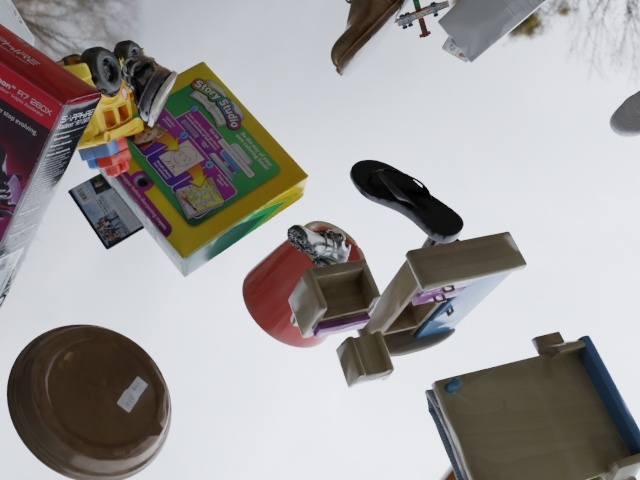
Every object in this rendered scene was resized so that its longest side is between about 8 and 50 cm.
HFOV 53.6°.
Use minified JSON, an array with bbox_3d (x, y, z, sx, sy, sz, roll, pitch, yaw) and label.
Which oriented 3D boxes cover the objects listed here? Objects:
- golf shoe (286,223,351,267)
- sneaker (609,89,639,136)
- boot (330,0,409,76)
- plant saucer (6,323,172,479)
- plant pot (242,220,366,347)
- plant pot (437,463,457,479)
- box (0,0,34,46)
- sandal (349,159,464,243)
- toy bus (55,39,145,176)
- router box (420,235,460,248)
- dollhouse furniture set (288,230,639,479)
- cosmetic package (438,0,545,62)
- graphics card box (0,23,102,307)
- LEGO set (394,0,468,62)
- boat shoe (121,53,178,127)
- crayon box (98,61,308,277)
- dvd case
[{"bbox_3d":[0.000,0.000,1.397,0.077,0.198,0.094,25,-102,39],"label":"golf shoe"},{"bbox_3d":[0.760,-0.286,1.434,0.269,0.153,0.101,-26,-104,-5],"label":"sneaker"},{"bbox_3d":[0.065,-0.358,0.954,0.112,0.115,0.305,-41,-164,51],"label":"boot"},{"bbox_3d":[-0.356,0.248,1.021,0.041,0.278,0.278,-42,-151,29],"label":"plant saucer"},{"bbox_3d":[-0.026,0.098,1.620,0.243,0.275,0.275,-51,-156,34],"label":"plant pot"},{"bbox_3d":[0.279,0.483,1.032,0.291,0.291,0.203,0,-138,42],"label":"plant pot"},{"bbox_3d":[-0.679,-0.406,1.273,0.119,0.181,0.182,-8,-120,-1],"label":"box"},{"bbox_3d":[0.171,-0.093,1.229,0.254,0.054,0.097,34,-125,21],"label":"sandal"},{"bbox_3d":[-0.375,-0.223,1.092,0.149,0.211,0.220,-9,-158,19],"label":"toy bus"},{"bbox_3d":[0.262,0.078,1.387,0.179,0.133,0.046,-58,-170,-1],"label":"router box"},{"bbox_3d":[0.136,0.183,0.696,0.286,0.198,0.303,-10,-119,-22],"label":"dollhouse furniture set"},{"bbox_3d":[0.377,-0.502,1.345,0.107,0.127,0.238,-42,-174,-28],"label":"cosmetic package"},{"bbox_3d":[-0.460,-0.089,0.793,0.371,0.233,0.094,-54,-177,22],"label":"graphics card box"},{"bbox_3d":[0.287,-0.551,1.475,0.182,0.244,0.060,-60,-160,28],"label":"LEGO set"},{"bbox_3d":[-0.221,-0.193,0.784,0.075,0.065,0.206,-60,-158,10],"label":"boat shoe"},{"bbox_3d":[-0.261,-0.159,1.316,0.313,0.106,0.363,-35,-105,-23],"label":"crayon box"},{"bbox_3d":[-0.498,-0.115,1.661,0.253,0.180,0.022,-34,-172,-20],"label":"dvd case"}]
